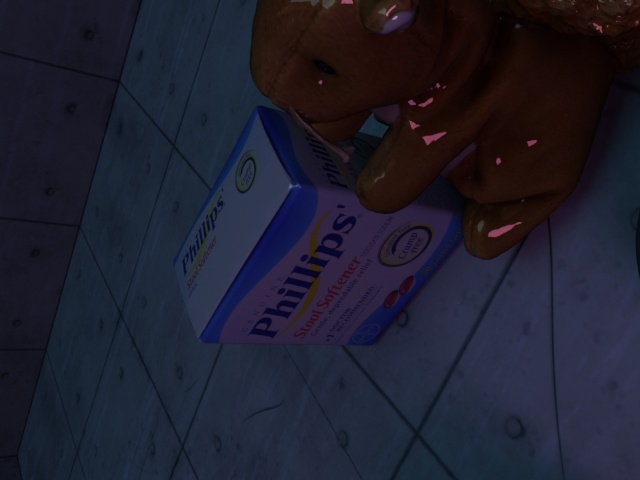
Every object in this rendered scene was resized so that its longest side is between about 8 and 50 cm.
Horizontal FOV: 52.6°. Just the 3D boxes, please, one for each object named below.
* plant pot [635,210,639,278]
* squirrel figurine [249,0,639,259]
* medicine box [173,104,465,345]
[{"bbox_3d":[0.351,0.001,0.457,0.290,0.196,0.290,-11,76,51],"label":"plant pot"},{"bbox_3d":[0.134,-0.205,0.597,0.397,0.370,0.281,-37,55,27],"label":"squirrel figurine"},{"bbox_3d":[0.000,0.000,0.838,0.263,0.289,0.149,-56,45,31],"label":"medicine box"}]
